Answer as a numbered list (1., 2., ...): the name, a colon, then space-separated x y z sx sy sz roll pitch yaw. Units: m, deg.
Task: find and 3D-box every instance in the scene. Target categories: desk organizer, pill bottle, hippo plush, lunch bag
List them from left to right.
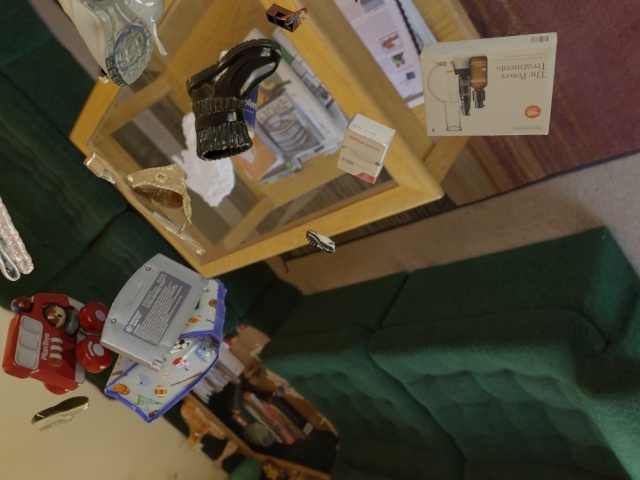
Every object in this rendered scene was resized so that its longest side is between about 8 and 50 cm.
1. hippo plush: -0.490 -0.728 1.328 0.234 0.294 0.236 16 135 -40
2. lunch bag: -0.464 0.316 1.554 0.385 0.328 0.239 -38 116 11
3. pill bottle: -0.284 -0.475 1.605 0.153 0.153 0.264 7 92 37
4. desk organizer: -0.136 -0.811 1.768 0.130 0.050 0.047 35 168 24

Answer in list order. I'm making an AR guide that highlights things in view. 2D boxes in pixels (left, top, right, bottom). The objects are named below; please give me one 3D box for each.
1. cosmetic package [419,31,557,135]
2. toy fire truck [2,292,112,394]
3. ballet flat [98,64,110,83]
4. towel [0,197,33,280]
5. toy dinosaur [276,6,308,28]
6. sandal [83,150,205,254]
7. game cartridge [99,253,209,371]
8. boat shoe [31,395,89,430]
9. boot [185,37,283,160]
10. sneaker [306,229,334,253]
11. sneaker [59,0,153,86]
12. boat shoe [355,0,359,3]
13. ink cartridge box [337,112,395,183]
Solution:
1. cosmetic package: 0.514 -0.469 1.504 0.377 0.097 0.284 4 138 24
2. toy fire truck: -0.734 0.264 1.341 0.169 0.302 0.254 -32 137 10
3. ballet flat: -0.948 -0.784 2.154 0.049 0.057 0.173 40 115 46
4. towel: -0.633 -0.120 0.816 0.317 0.053 0.332 36 142 20
5. toy dinosaur: -0.082 -0.719 1.552 0.090 0.047 0.082 23 122 -33
6. sandal: -0.225 -0.079 0.660 0.240 0.079 0.088 35 175 24
7. game cartridge: -0.454 0.185 1.321 0.196 0.294 0.060 32 143 -12
8. boat shoe: -0.642 0.432 1.210 0.050 0.135 0.045 -127 21 -61
9. boot: -0.237 -0.401 1.425 0.348 0.131 0.260 -22 73 27
10. sneaker: 0.000 0.000 1.556 0.109 0.044 0.040 37 125 -11
11. sneaker: -0.392 -0.404 0.854 0.129 0.111 0.297 34 155 17
12. boat shoe: 0.125 -0.760 1.437 0.038 0.125 0.046 29 172 -16
13. ink cartridge box: 0.158 -0.325 1.728 0.158 0.092 0.218 26 152 7
